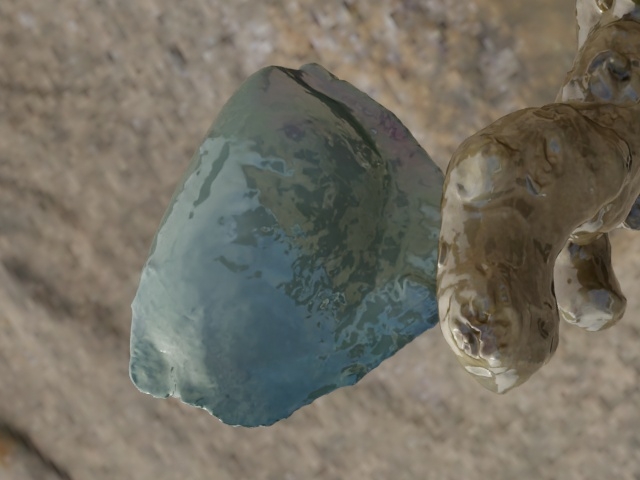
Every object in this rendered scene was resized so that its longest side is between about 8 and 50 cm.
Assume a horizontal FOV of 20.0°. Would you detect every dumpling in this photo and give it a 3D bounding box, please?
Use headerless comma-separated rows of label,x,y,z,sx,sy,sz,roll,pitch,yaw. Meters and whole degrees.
dumpling,-0.007,0.003,0.933,0.149,0.217,0.105,22,154,-5

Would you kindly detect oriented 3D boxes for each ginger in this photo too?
ginger,0.104,-0.023,0.715,0.065,0.259,0.149,1,134,23
